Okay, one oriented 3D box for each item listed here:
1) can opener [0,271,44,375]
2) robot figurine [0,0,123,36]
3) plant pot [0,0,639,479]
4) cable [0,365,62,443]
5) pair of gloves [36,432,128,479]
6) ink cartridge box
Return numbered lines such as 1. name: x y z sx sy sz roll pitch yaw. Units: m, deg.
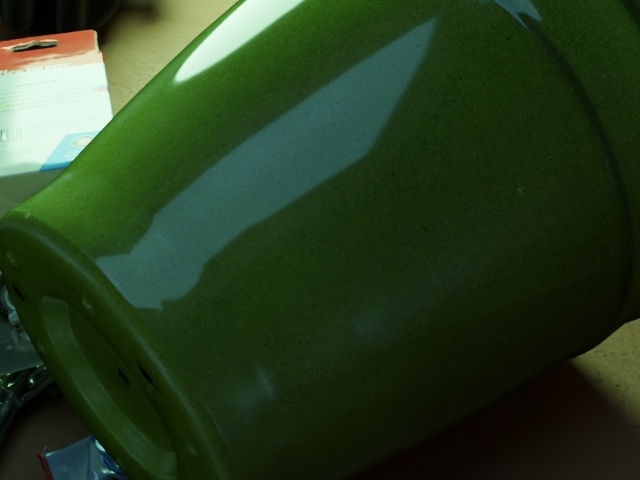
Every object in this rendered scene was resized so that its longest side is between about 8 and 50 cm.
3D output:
1. can opener: -0.290 0.072 0.802 0.283 0.076 0.095 -15 10 10
2. robot figurine: -0.299 -0.346 1.223 0.173 0.209 0.278 -33 36 23
3. plant pot: 0.000 0.000 0.705 0.353 0.366 0.366 -36 52 -27
4. cable: -0.225 0.092 0.811 0.139 0.072 0.287 29 50 36
5. pair of gloves: -0.106 0.172 0.757 0.159 0.023 0.198 -22 47 -24
6. ink cartridge box: -0.265 -0.108 1.030 0.134 0.078 0.231 -9 43 -9
